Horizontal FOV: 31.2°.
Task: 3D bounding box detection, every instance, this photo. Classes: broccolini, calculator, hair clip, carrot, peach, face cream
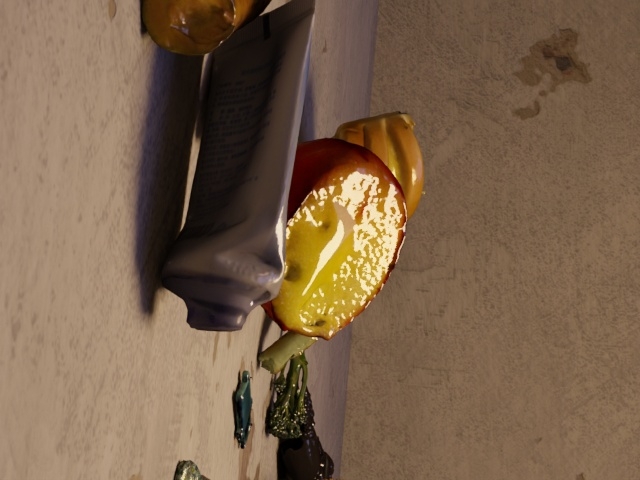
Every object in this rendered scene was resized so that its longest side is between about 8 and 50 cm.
[{"bbox_3d":[-0.067,0.205,2.303,0.074,0.079,0.392,53,33,-62],"label":"broccolini"},{"bbox_3d":[-0.130,0.291,1.953,0.094,0.019,0.141,-76,169,-51],"label":"calculator"},{"bbox_3d":[-0.177,0.409,1.595,0.066,0.036,0.229,-56,149,-63],"label":"hair clip"},{"bbox_3d":[-0.123,-0.304,1.386,0.302,0.114,0.114,-68,160,-65],"label":"carrot"},{"bbox_3d":[0.000,0.000,1.897,0.281,0.281,0.338,83,13,-54],"label":"peach"},{"bbox_3d":[-0.104,-0.093,1.421,0.235,0.137,0.420,-12,-114,54],"label":"face cream"}]

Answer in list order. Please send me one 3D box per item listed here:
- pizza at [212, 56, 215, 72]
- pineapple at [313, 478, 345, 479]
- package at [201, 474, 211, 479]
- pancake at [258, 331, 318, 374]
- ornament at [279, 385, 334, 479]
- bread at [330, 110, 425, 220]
[{"bbox_3d":[-0.126,-0.165,1.639,0.195,0.052,0.185,69,18,-62],"label":"pizza"},{"bbox_3d":[0.038,0.616,2.138,0.352,0.352,0.300,-41,141,-79],"label":"pineapple"},{"bbox_3d":[-0.096,0.480,1.672,0.062,0.204,0.251,-37,129,-37],"label":"package"},{"bbox_3d":[-0.018,0.108,2.199,0.054,0.197,0.376,52,41,-21],"label":"pancake"},{"bbox_3d":[-0.037,0.422,2.475,0.251,0.106,0.260,-85,168,-77],"label":"ornament"},{"bbox_3d":[0.079,-0.108,2.370,0.211,0.270,0.315,60,-32,20],"label":"bread"}]
